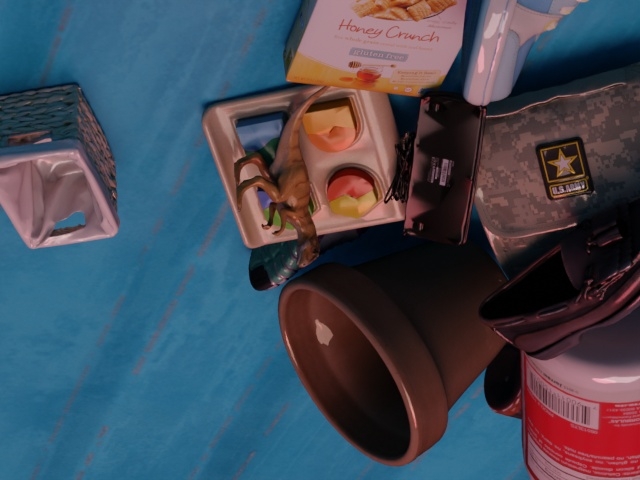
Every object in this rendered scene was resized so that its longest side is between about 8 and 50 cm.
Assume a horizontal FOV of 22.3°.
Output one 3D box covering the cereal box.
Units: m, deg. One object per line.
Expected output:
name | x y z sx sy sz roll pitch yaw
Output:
cereal box | 0.074 -0.244 1.658 0.173 0.047 0.240 5 144 -15

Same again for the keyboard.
keyboard | 0.128 -0.087 1.798 0.100 0.038 0.192 13 125 10

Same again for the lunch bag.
lunch bag | 0.300 -0.067 1.841 0.235 0.169 0.287 -13 137 20

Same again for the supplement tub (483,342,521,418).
supplement tub | 0.336 0.213 2.296 0.198 0.106 0.106 16 140 -27

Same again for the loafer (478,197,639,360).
loafer | 0.279 0.039 1.762 0.095 0.109 0.302 21 143 -17

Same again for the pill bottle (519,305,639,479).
pill bottle | 0.372 0.216 2.090 0.229 0.229 0.407 -6 135 2

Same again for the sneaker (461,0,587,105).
sneaker | 0.254 -0.251 1.521 0.208 0.127 0.319 11 125 -6

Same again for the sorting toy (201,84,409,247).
sorting toy | -0.011 -0.085 1.832 0.208 0.038 0.193 -12 121 9

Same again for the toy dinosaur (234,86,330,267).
toy dinosaur | -0.039 -0.077 1.799 0.112 0.064 0.211 -4 111 -3

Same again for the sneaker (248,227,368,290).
sneaker | 0.000 0.000 1.978 0.098 0.083 0.224 13 141 -31

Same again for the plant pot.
plant pot | 0.112 0.110 2.003 0.229 0.263 0.263 -32 155 -27

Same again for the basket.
basket | -0.297 -0.082 1.806 0.113 0.103 0.167 -8 144 7
